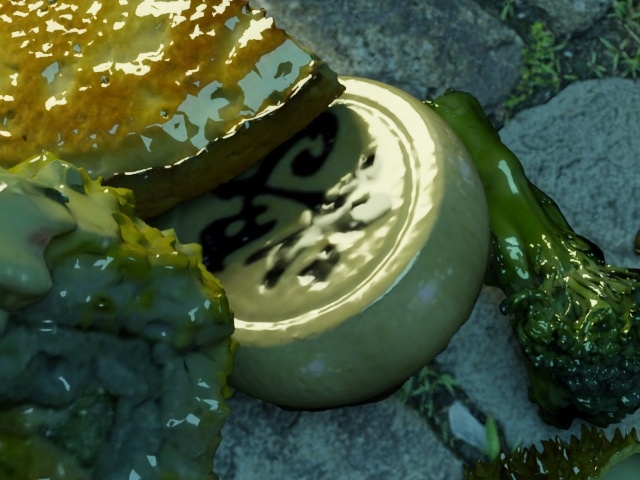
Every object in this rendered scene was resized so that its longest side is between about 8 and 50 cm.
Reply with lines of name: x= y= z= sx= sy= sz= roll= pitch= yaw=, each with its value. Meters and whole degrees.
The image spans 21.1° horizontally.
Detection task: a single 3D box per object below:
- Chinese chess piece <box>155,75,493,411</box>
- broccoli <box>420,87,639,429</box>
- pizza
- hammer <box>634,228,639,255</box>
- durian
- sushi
Chinese chess piece: x=0.000 y=0.000 z=1.278 sx=0.257 sy=0.104 sz=0.257 roll=-13 pitch=54 yaw=19
broccoli: x=0.171 y=0.000 z=1.350 sx=0.145 sy=0.165 sz=0.304 roll=-32 pitch=69 yaw=-7
pizza: x=-0.215 y=-0.178 z=1.342 sx=0.440 sy=0.130 sz=0.406 roll=-13 pitch=63 yaw=5
hammer: x=0.317 y=0.016 z=1.417 sx=0.123 sy=0.014 sz=0.029 roll=19 pitch=82 yaw=-4
durian: x=0.172 y=0.225 z=1.296 sx=0.139 sy=0.144 sz=0.252 roll=42 pitch=67 yaw=-17
sushi: x=-0.260 y=0.097 z=1.101 sx=0.397 sy=0.240 sz=0.351 roll=3 pitch=111 yaw=-30
